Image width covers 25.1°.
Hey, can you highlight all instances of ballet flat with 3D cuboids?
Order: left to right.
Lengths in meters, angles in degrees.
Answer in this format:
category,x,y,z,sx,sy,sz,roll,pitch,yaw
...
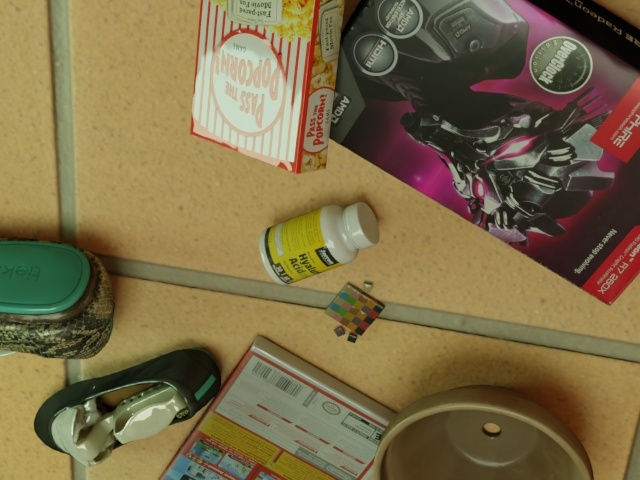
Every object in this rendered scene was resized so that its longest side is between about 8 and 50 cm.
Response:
category,x,y,z,sx,sy,sz,roll,pitch,yaw
ballet flat,-0.463,0.059,1.616,0.482,0.164,0.182,10,145,6
ballet flat,-0.241,0.201,1.672,0.280,0.096,0.095,-27,113,28

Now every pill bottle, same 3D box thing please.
category,x,y,z,sx,sy,sz,roll,pitch,yaw
pill bottle,0.000,0.000,1.497,0.116,0.065,0.065,-21,115,25

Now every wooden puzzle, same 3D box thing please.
category,x,y,z,sx,sy,sz,roll,pitch,yaw
wooden puzzle,0.037,0.076,1.573,0.049,0.006,0.083,33,125,-8

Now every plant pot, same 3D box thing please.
category,x,y,z,sx,sy,sz,roll,pitch,yaw
plant pot,0.183,0.240,1.581,0.237,0.110,0.237,7,123,11

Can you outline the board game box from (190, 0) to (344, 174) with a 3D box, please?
category,x,y,z,sx,sy,sz,roll,pitch,yaw
board game box,-0.050,-0.174,1.340,0.146,0.045,0.194,21,114,38

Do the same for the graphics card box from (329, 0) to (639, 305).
category,x,y,z,sx,sy,sz,roll,pitch,yaw
graphics card box,0.190,-0.123,1.351,0.371,0.094,0.233,32,125,-5

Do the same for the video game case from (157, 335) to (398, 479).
category,x,y,z,sx,sy,sz,roll,pitch,yaw
video game case,-0.052,0.257,1.704,0.204,0.025,0.285,30,124,-7
